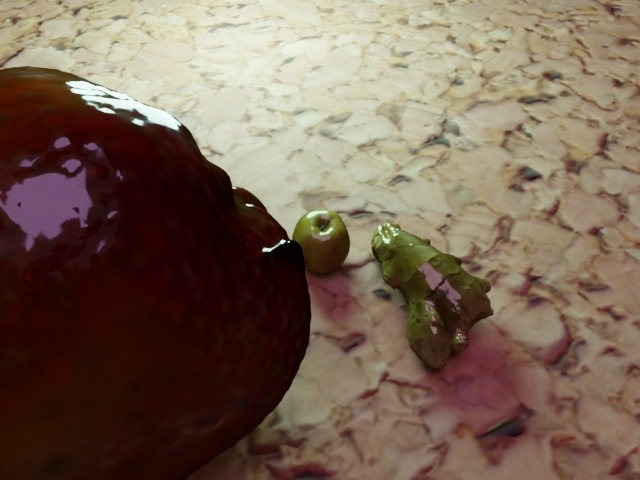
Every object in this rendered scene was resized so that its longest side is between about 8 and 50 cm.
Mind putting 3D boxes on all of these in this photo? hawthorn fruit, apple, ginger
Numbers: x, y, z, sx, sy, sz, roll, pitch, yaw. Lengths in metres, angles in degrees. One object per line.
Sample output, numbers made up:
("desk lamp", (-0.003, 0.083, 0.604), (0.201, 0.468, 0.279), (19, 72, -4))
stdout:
("hawthorn fruit", (-0.216, 0.072, 0.502), (0.403, 0.402, 0.402), (-1, 49, 1))
("apple", (0.000, 0.000, 0.734), (0.084, 0.071, 0.083), (-1, 51, 1))
("ginger", (0.140, 0.051, 0.683), (0.115, 0.081, 0.205), (-32, 58, 15))
